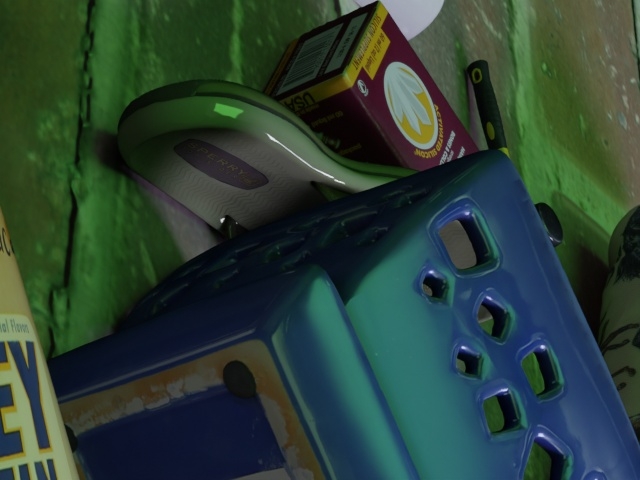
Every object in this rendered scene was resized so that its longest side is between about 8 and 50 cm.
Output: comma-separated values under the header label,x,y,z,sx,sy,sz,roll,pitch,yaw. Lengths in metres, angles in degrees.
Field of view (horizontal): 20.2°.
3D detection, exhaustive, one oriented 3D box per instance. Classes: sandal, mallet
label,x,y,z,sx,sy,sz,roll,pitch,yaw
sandal,-0.002,0.000,1.099,0.302,0.120,0.086,25,47,-37
mallet,0.135,-0.059,1.422,0.039,0.062,0.190,31,33,-47

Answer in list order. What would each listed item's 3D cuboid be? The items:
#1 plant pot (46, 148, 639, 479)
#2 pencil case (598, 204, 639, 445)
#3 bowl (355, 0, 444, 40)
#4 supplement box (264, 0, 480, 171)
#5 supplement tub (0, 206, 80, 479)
label,x,y,z,sx,sy,sz,roll,pitch,yaw
plant pot,0.004,0.110,0.934,0.212,0.236,0.236,-27,95,-53
pencil case,0.293,0.143,1.415,0.183,0.159,0.410,58,32,-34
bowl,0.052,-0.244,1.382,0.142,0.053,0.142,37,43,-39
supplement box,0.047,-0.053,1.232,0.188,0.080,0.104,54,34,-23
supplement tub,-0.209,0.068,0.631,0.228,0.228,0.316,-7,77,-58
